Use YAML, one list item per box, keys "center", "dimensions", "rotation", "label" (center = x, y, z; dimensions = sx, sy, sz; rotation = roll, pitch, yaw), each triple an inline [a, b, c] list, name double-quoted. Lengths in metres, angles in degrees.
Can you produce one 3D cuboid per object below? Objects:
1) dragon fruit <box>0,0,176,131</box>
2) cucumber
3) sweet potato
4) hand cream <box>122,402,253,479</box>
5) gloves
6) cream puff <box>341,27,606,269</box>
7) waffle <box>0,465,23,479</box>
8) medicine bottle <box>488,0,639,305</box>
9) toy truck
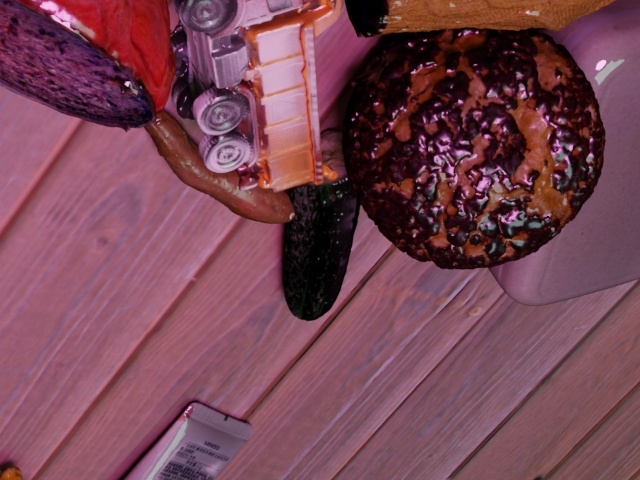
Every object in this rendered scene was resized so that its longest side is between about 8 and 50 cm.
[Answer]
- center: [-0.186, -0.190, 0.880]
  dimensions: [0.218, 0.224, 0.148]
  rotation: [129, -14, -77]
  label: "dragon fruit"
- center: [0.000, -0.001, 1.281]
  dimensions: [0.074, 0.074, 0.241]
  rotation: [-16, 140, -22]
  label: "cucumber"
- center: [-0.101, -0.068, 1.157]
  dimensions: [0.050, 0.050, 0.214]
  rotation: [-44, 135, 13]
  label: "sweet potato"
- center: [-0.223, 0.325, 1.485]
  dimensions: [0.340, 0.078, 0.124]
  rotation: [-49, 140, 6]
  label: "hand cream"
- center: [0.182, -0.257, 1.058]
  dimensions: [0.356, 0.155, 0.203]
  rotation: [-26, 162, -18]
  label: "gloves"
- center: [0.140, -0.092, 1.139]
  dimensions: [0.239, 0.239, 0.165]
  rotation: [-23, 180, -14]
  label: "cream puff"
- center: [-0.382, 0.315, 1.317]
  dimensions: [0.197, 0.070, 0.193]
  rotation: [6, 115, -30]
  label: "waffle"
- center: [0.313, -0.100, 1.357]
  dimensions: [0.282, 0.123, 0.375]
  rotation: [-15, 139, -23]
  label: "medicine bottle"
- center: [-0.054, -0.159, 1.038]
  dimensions: [0.135, 0.114, 0.270]
  rotation: [-19, 141, -12]
  label: "toy truck"
